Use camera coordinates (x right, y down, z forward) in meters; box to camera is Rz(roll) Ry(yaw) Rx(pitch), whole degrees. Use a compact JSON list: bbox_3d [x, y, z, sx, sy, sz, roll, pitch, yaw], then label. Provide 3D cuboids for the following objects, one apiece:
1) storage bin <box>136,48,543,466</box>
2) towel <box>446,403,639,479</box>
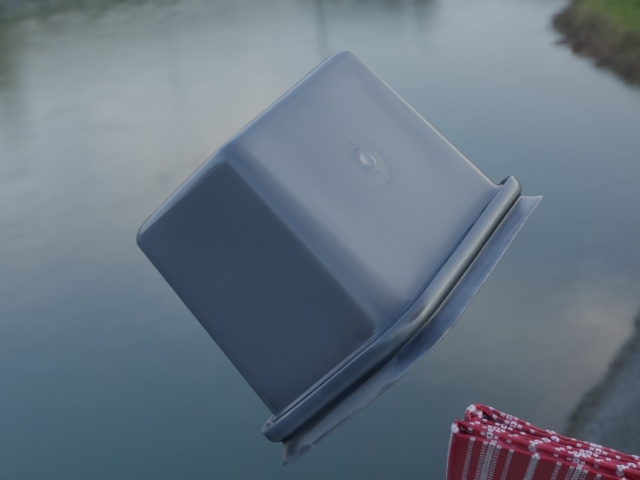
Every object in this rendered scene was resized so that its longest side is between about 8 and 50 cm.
[{"bbox_3d":[0.000,0.000,0.596,0.098,0.091,0.135,-42,2,33],"label":"storage bin"},{"bbox_3d":[0.224,0.193,1.235,0.274,0.199,0.031,15,65,9],"label":"towel"}]
